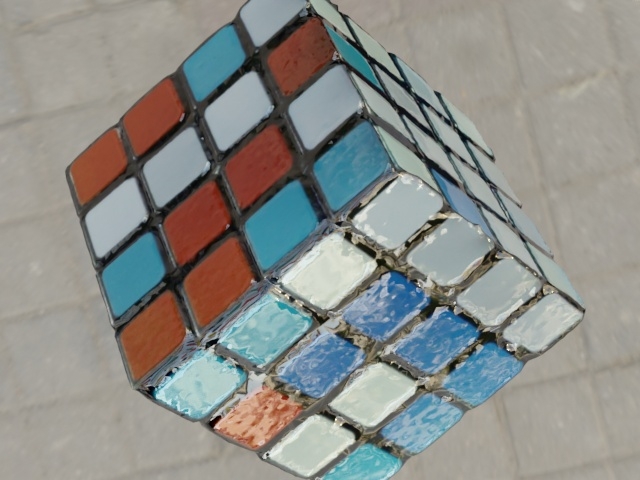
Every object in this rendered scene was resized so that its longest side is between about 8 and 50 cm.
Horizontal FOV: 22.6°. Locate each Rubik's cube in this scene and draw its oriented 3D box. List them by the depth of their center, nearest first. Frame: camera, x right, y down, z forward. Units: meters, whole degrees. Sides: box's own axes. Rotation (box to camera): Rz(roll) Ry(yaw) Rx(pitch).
[{"bbox_3d":[0.000,0.000,0.734,0.151,0.155,0.154,-41,134,15],"label":"Rubik's cube"}]
